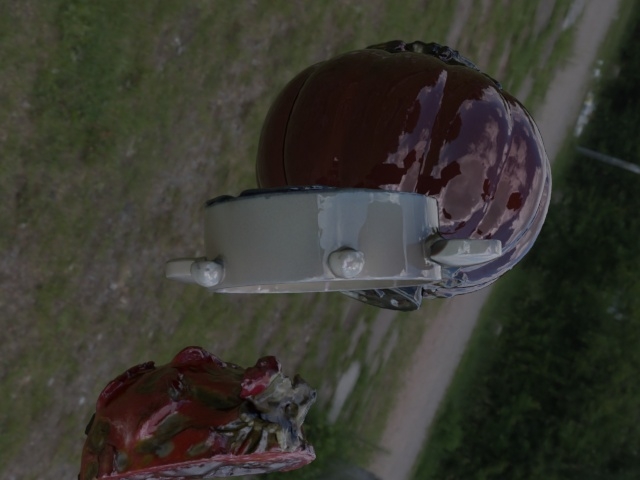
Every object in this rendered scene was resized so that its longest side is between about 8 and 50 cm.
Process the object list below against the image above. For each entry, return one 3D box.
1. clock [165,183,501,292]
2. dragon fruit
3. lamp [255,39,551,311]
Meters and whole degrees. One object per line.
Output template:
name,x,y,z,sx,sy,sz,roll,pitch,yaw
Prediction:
clock,0.000,0.000,0.592,0.155,0.229,0.063,11,74,-64
dragon fruit,-0.091,0.172,0.952,0.262,0.211,0.134,9,70,-42
lamp,0.082,-0.065,0.947,0.303,0.303,0.257,59,47,-66
